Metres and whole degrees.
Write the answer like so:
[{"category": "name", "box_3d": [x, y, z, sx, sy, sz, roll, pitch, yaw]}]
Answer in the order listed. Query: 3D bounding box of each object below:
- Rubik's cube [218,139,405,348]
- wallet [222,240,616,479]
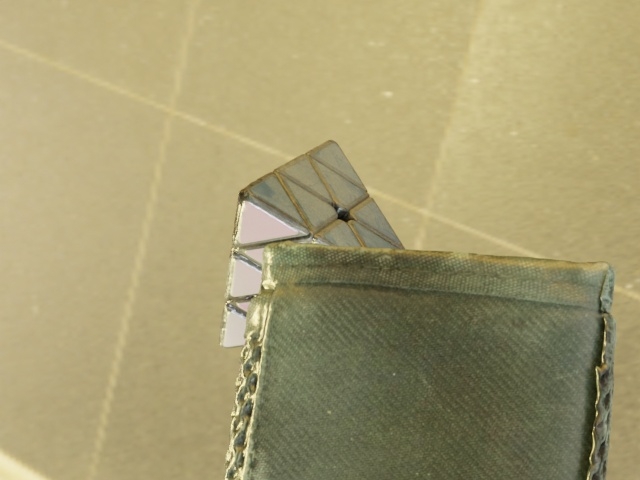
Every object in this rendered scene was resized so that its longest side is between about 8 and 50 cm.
[{"category": "Rubik's cube", "box_3d": [0.000, 0.000, 1.348, 0.190, 0.178, 0.211, 19, 80, 29]}, {"category": "wallet", "box_3d": [0.053, 0.175, 0.988, 0.237, 0.075, 0.342, 2, 74, 19]}]
